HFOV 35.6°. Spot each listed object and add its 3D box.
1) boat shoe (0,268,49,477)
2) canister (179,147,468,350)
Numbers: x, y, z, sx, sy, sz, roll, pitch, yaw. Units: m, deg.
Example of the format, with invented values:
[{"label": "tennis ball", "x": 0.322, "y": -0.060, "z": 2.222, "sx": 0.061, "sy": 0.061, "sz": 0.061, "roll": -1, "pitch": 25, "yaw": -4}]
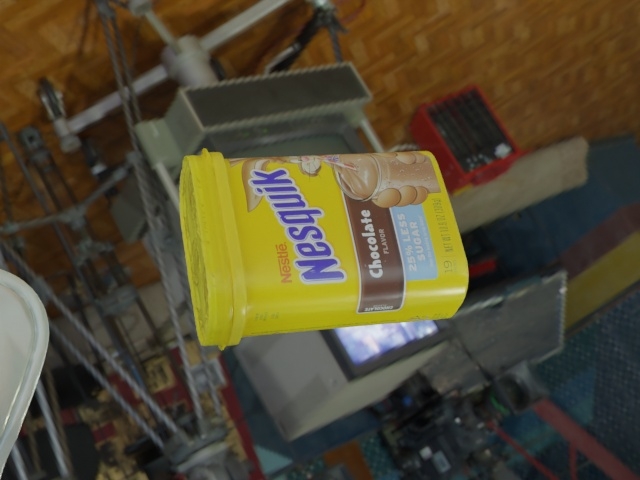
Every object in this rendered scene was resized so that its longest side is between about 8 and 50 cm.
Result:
[{"label": "boat shoe", "x": -0.259, "y": 0.166, "z": 0.581, "sx": 0.116, "sy": 0.319, "sz": 0.099, "roll": 32, "pitch": 151, "yaw": -25}, {"label": "canister", "x": 0.000, "y": 0.000, "z": 0.656, "sx": 0.170, "sy": 0.126, "sz": 0.073, "roll": -4, "pitch": 150, "yaw": -16}]
